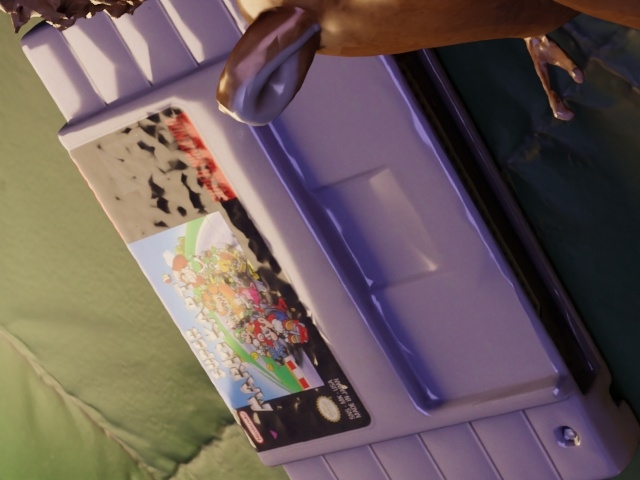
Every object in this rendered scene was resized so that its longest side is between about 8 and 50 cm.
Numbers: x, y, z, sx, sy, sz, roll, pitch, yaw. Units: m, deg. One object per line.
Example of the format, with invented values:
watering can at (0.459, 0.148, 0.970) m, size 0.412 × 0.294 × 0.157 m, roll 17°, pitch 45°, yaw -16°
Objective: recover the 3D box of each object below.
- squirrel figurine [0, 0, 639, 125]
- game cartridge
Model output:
squirrel figurine at (0.028, -0.185, 0.664) m, size 0.370 × 0.397 × 0.281 m, roll -19°, pitch 67°, yaw 60°
game cartridge at (0.000, 0.000, 1.002) m, size 0.230 × 0.068 × 0.355 m, roll -20°, pitch 108°, yaw 35°
